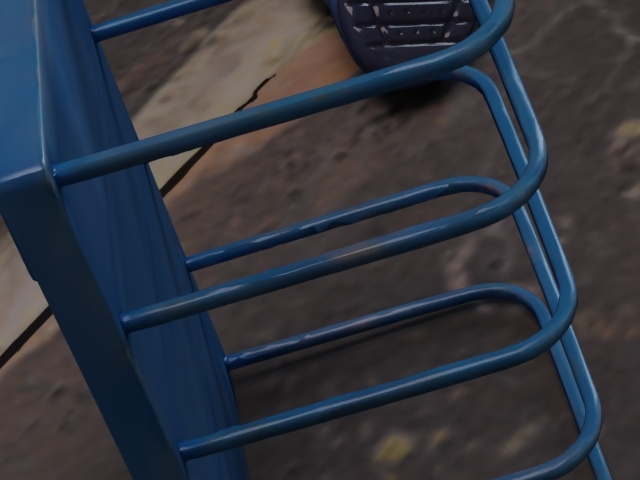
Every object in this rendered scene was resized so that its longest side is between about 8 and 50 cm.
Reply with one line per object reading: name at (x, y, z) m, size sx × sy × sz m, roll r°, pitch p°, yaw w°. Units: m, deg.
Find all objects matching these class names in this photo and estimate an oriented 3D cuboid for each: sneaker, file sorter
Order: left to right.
file sorter at (0.000, 0.000, 0.419) m, size 0.104 × 0.170 × 0.118 m, roll -17°, pitch 40°, yaw 2°
sneaker at (0.017, -0.103, 0.620) m, size 0.053 × 0.059 × 0.144 m, roll 2°, pitch 54°, yaw -19°
